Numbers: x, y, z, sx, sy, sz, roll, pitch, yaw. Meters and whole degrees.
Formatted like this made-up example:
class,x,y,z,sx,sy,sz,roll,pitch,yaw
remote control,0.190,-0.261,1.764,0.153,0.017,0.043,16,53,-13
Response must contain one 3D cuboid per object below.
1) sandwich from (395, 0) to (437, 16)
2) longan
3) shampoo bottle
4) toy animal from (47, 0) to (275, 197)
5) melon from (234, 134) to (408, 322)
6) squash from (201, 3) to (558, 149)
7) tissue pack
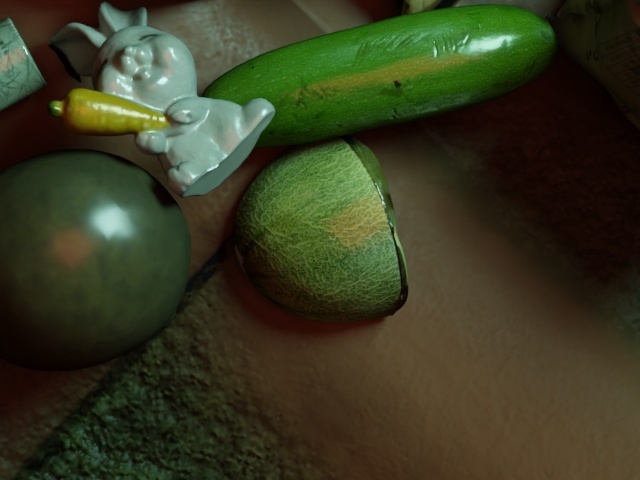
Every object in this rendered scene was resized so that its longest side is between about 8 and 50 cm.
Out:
class,x,y,z,sx,sy,sz,roll,pitch,yaw
sandwich,0.071,-0.307,1.387,0.212,0.063,0.245,-40,125,-5
longan,-0.181,0.021,1.376,0.185,0.204,0.159,-34,53,22
shampoo bottle,-0.313,-0.097,1.397,0.204,0.065,0.065,-29,96,-6
toy animal,-0.140,-0.109,1.365,0.131,0.127,0.182,-42,83,-14
melon,0.000,0.000,1.434,0.128,0.079,0.160,-21,96,-8
squash,0.043,-0.127,1.423,0.292,0.082,0.082,-13,94,-1
tissue pack,0.289,-0.135,1.381,0.215,0.256,0.123,42,90,-7
